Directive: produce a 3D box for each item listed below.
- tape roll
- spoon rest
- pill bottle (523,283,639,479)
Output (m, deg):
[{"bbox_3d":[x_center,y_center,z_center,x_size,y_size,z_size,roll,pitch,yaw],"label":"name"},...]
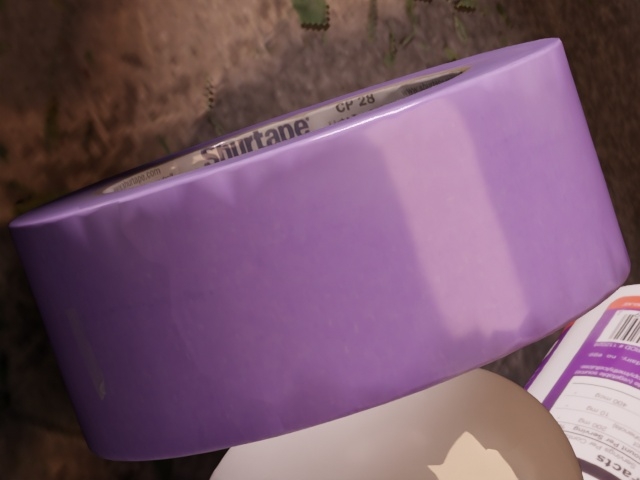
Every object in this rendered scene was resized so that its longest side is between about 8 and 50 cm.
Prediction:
[{"bbox_3d":[0.000,0.000,0.595,0.189,0.189,0.080,-27,101,-48],"label":"tape roll"},{"bbox_3d":[0.031,0.167,0.635,0.137,0.084,0.276,-9,110,-9],"label":"spoon rest"},{"bbox_3d":[0.114,0.113,0.753,0.193,0.108,0.108,-47,115,-43],"label":"pill bottle"}]
